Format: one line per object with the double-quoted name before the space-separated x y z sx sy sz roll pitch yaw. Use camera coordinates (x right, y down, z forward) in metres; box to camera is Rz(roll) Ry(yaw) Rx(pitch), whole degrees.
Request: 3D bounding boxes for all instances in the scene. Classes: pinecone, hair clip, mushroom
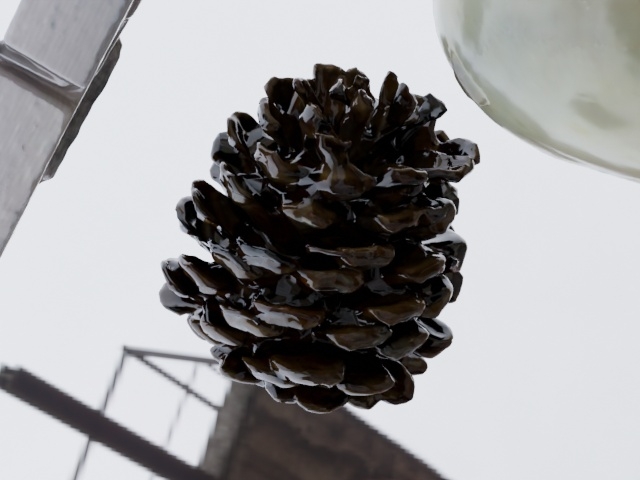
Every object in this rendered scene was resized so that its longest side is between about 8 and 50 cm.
"pinecone" 0.000 0.000 1.139 0.224 0.224 0.272 -24 -47 -43
"hair clip" -0.199 -0.095 1.051 0.085 0.331 0.101 31 -139 -6
"mushroom" 0.231 -0.188 0.902 0.314 0.314 0.336 9 -89 -46
